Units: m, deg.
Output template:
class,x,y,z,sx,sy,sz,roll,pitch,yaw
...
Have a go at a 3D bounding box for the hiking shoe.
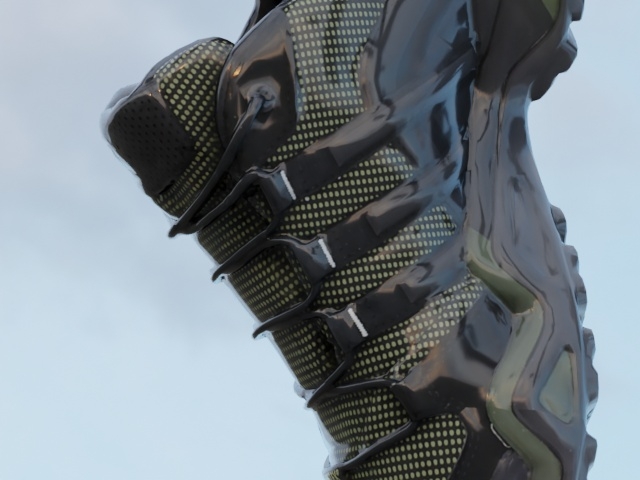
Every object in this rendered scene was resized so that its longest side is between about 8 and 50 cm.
class,x,y,z,sx,sy,sz,roll,pitch,yaw
hiking shoe,0.000,0.000,0.443,0.114,0.226,0.086,6,-17,-16
